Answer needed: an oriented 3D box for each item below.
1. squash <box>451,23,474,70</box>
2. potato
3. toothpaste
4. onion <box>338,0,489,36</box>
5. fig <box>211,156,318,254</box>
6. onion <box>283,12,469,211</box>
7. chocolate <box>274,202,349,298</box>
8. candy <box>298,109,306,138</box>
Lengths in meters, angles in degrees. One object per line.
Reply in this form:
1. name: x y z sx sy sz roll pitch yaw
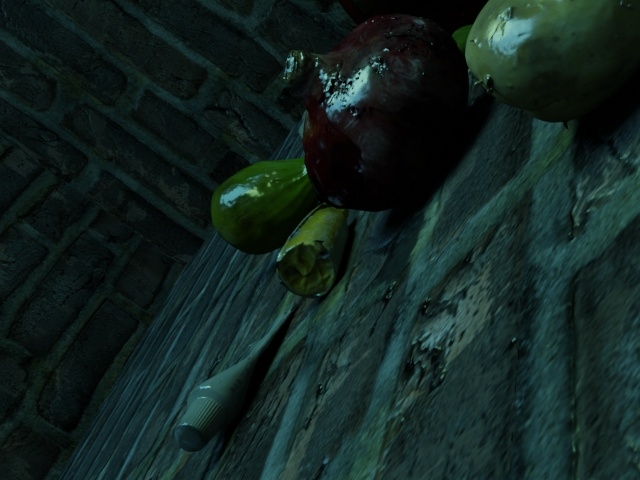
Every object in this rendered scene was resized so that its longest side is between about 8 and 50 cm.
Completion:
1. squash: 0.198 -0.231 1.307 0.069 0.069 0.258 -54 6 2
2. potato: 0.208 -0.177 0.884 0.161 0.128 0.234 -27 18 36
3. toothpaste: -0.111 0.180 1.434 0.099 0.068 0.282 -14 18 28
4. onion: 0.141 -0.447 1.602 0.341 0.341 0.341 -52 8 11
5. fig: -0.082 -0.064 1.966 0.234 0.167 0.167 -11 19 10
6. onion: 0.055 -0.159 1.301 0.252 0.219 0.252 -59 15 27
7. chocolate: 0.000 0.000 1.473 0.085 0.086 0.219 -50 5 23
8. candy: 0.072 -0.199 1.660 0.195 0.137 0.185 -49 10 21
